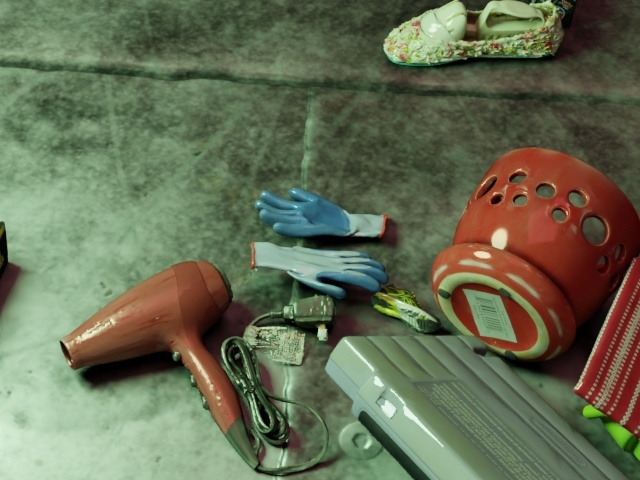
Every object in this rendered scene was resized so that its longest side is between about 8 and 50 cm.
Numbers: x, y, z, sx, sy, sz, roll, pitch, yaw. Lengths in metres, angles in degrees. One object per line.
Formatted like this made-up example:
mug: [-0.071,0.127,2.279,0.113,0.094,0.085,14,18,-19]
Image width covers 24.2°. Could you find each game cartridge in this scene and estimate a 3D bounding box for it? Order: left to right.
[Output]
game cartridge: [0.183,0.217,1.434,0.230,0.068,0.355,-1,36,-45]

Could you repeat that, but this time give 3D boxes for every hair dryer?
hair dryer: [-0.127,0.117,1.563,0.294,0.080,0.223,8,49,2]

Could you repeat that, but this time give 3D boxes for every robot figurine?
robot figurine: [0.325,0.175,1.562,0.101,0.067,0.115,-14,52,-23]

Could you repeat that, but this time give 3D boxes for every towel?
towel: [0.400,0.163,1.540,0.275,0.031,0.199,35,52,-5]

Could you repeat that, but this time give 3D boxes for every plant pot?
plant pot: [0.229,0.024,1.608,0.191,0.191,0.174,25,57,16]

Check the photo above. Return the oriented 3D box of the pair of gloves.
pair of gloves: [0.000,0.000,1.683,0.159,0.023,0.198,9,32,-2]

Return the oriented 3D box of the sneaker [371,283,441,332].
sneaker: [0.099,0.072,1.654,0.083,0.031,0.035,26,51,17]

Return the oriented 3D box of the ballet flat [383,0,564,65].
ballet flat: [0.202,-0.279,1.941,0.241,0.077,0.091,-6,51,-9]

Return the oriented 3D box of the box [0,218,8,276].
box: [-0.526,0.056,1.581,0.322,0.079,0.257,13,47,6]

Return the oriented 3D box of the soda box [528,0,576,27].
soda box: [0.313,-0.367,2.042,0.060,0.053,0.168,4,49,-2]
